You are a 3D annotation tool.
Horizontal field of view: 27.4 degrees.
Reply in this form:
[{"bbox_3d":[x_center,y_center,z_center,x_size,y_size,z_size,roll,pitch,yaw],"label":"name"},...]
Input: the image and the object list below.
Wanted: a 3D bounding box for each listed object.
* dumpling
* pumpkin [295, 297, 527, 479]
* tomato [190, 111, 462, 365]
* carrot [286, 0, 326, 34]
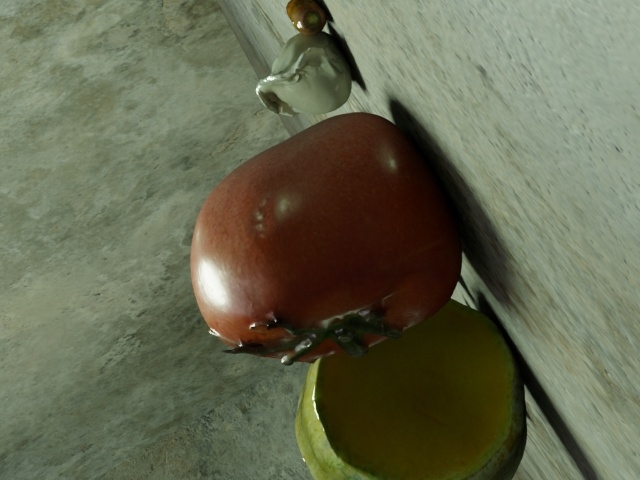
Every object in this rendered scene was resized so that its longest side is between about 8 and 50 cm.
[{"bbox_3d":[-0.023,-0.217,1.752,0.188,0.127,0.108,44,-152,-79],"label":"dumpling"},{"bbox_3d":[0.119,0.223,1.803,0.332,0.332,0.199,59,177,22],"label":"pumpkin"},{"bbox_3d":[0.000,0.000,1.607,0.341,0.341,0.273,64,-170,-69],"label":"tomato"},{"bbox_3d":[-0.023,-0.302,1.744,0.047,0.047,0.191,60,180,-16],"label":"carrot"}]
